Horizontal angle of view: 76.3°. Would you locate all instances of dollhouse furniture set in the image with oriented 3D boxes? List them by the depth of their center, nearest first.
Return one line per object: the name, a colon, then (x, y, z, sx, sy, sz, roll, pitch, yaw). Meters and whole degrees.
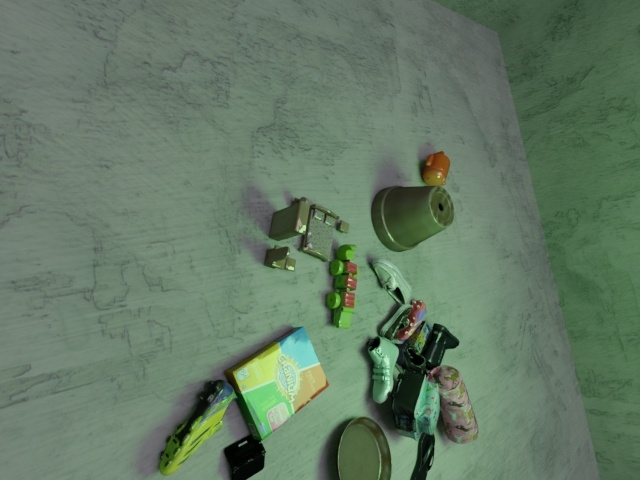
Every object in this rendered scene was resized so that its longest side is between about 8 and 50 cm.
dollhouse furniture set: (0.000, 0.000, 1.553, 0.355, 0.173, 0.304, 23, 66, -34)

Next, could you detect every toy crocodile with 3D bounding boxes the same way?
toy crocodile: (0.102, 0.182, 1.641, 0.115, 0.105, 0.341, 18, 69, -36)

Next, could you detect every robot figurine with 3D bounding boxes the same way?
robot figurine: (0.625, -0.378, 2.193, 0.158, 0.128, 0.220, 82, 27, -57)

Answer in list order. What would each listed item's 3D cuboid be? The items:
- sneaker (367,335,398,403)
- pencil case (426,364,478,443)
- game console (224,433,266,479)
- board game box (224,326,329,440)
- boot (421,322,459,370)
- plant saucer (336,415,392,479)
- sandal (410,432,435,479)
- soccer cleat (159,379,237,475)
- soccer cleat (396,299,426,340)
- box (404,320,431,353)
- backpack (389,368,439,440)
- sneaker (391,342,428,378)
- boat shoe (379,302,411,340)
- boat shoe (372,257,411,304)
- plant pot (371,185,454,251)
sneaker: (0.231, 0.524, 1.681, 0.151, 0.094, 0.256, 39, 53, -28)
pencil case: (0.597, 0.741, 1.841, 0.160, 0.167, 0.386, -67, 140, -55)
game console: (-0.242, 0.696, 1.298, 0.122, 0.071, 0.107, -11, 57, -42)
board game box: (-0.139, 0.473, 1.390, 0.316, 0.064, 0.242, -26, 93, -41)
boot: (0.572, 0.537, 1.968, 0.246, 0.094, 0.207, 43, 67, -43)
plant saucer: (0.159, 0.838, 1.547, 0.310, 0.050, 0.311, 25, 52, -37)
sandal: (0.469, 0.974, 1.802, 0.097, 0.054, 0.255, 39, 58, -27)
soccer cleat: (-0.346, 0.552, 1.192, 0.121, 0.093, 0.289, 53, 53, -27)
soccer cleat: (0.431, 0.382, 1.893, 0.095, 0.083, 0.248, 56, 49, -22)
box: (0.455, 0.449, 1.895, 0.054, 0.059, 0.169, 57, 44, -14)
backpack: (0.393, 0.695, 1.690, 0.225, 0.191, 0.254, -54, 148, -46)
sneaker: (0.424, 0.567, 1.811, 0.283, 0.124, 0.107, 47, 55, -22)
boat shoe: (0.354, 0.367, 1.818, 0.219, 0.070, 0.078, -38, 143, -33)
boat shoe: (0.316, 0.188, 1.833, 0.267, 0.096, 0.088, 50, 48, -30)
plant pot: (0.444, -0.124, 1.885, 0.323, 0.280, 0.324, 10, 74, -37)
